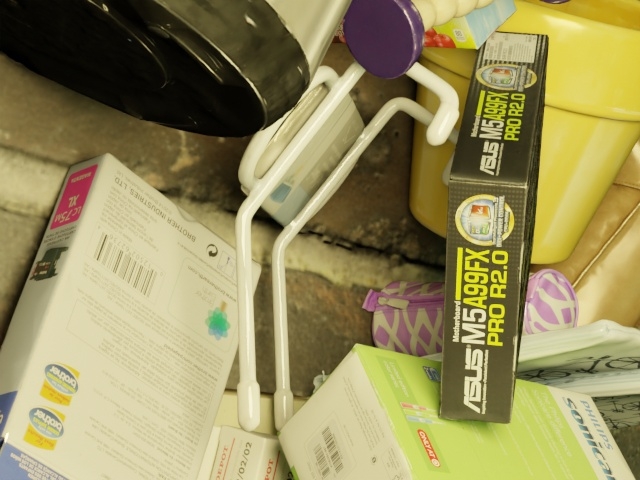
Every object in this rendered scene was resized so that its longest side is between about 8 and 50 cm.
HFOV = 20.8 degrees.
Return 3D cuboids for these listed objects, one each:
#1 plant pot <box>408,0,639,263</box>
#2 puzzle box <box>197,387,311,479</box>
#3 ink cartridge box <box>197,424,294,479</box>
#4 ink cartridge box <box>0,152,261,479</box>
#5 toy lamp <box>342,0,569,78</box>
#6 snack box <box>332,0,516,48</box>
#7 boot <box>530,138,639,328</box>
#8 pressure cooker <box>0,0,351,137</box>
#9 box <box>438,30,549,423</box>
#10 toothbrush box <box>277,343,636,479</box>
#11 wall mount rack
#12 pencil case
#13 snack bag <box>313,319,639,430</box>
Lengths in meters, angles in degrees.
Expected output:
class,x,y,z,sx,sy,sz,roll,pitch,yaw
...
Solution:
class,x,y,z,sx,sy,sz,roll,pitch,yaw
plant pot,0.191,-0.118,1.623,0.254,0.254,0.239,-3,115,-43
puzzle box,-0.133,0.328,1.515,0.272,0.052,0.409,11,90,-44
ink cartridge box,-0.042,0.221,1.502,0.181,0.061,0.104,17,85,-44
ink cartridge box,-0.163,0.108,1.372,0.186,0.065,0.311,38,51,-33
toy lamp,0.136,-0.201,1.364,0.274,0.080,0.080,-31,117,-40
snack box,0.044,-0.253,1.467,0.070,0.207,0.174,-45,127,-33
boot,0.258,-0.016,1.771,0.269,0.236,0.089,-52,166,2
pressure cooker,-0.093,-0.324,1.217,0.370,0.375,0.420,35,75,-38
box,0.141,-0.018,1.404,0.270,0.060,0.216,-72,165,-57
toothbrush box,0.133,0.217,1.413,0.283,0.206,0.122,13,128,-38
wall mount rack,0.000,0.000,1.425,0.304,0.130,0.350,-53,170,-2
pencil case,0.139,0.069,1.624,0.088,0.206,0.086,49,51,-33
snack bag,0.217,0.138,1.608,0.342,0.323,0.037,19,64,-50
